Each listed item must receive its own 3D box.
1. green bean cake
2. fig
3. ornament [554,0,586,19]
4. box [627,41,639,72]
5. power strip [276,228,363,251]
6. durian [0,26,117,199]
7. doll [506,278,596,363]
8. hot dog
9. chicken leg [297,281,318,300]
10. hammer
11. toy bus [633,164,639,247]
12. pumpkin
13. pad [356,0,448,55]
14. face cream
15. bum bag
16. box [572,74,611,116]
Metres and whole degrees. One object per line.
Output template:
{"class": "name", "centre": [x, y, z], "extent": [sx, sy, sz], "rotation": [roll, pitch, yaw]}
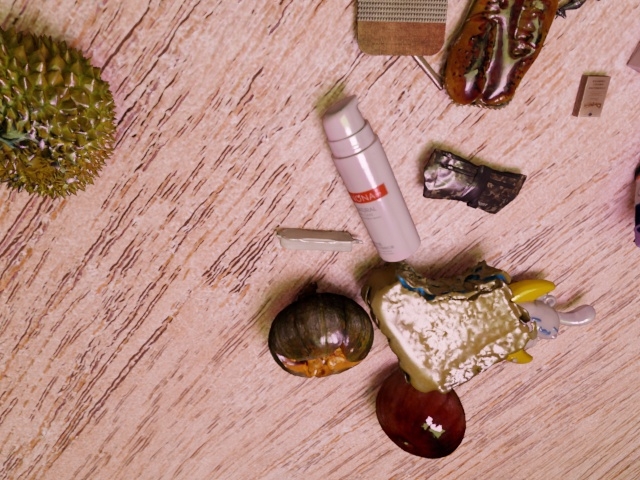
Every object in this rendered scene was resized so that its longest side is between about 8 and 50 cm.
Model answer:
{"class": "green bean cake", "centre": [0.271, 0.142, 1.086], "extent": [0.310, 0.202, 0.284], "rotation": [-26, 99, 2]}
{"class": "fig", "centre": [0.256, 0.428, 1.218], "extent": [0.215, 0.235, 0.234], "rotation": [-23, 126, -41]}
{"class": "ornament", "centre": [0.468, -0.460, 0.909], "extent": [0.125, 0.028, 0.073], "rotation": [-24, 119, 1]}
{"class": "box", "centre": [0.751, -0.315, 0.904], "extent": [0.203, 0.251, 0.106], "rotation": [17, 112, -18]}
{"class": "power strip", "centre": [0.000, 0.000, 1.048], "extent": [0.191, 0.047, 0.030], "rotation": [4, 120, -11]}
{"class": "durian", "centre": [-0.455, -0.196, 0.770], "extent": [0.292, 0.224, 0.290], "rotation": [-7, 121, -12]}
{"class": "doll", "centre": [0.509, 0.199, 1.200], "extent": [0.252, 0.111, 0.237], "rotation": [31, 106, -13]}
{"class": "hot dog", "centre": [0.333, -0.367, 0.899], "extent": [0.163, 0.081, 0.270], "rotation": [17, 111, -12]}
{"class": "chicken leg", "centre": [-0.034, 0.127, 1.120], "extent": [0.036, 0.021, 0.083], "rotation": [13, 116, -39]}
{"class": "hammer", "centre": [0.176, -0.350, 0.920], "extent": [0.062, 0.017, 0.182], "rotation": [-43, 116, 13]}
{"class": "toy bus", "centre": [0.895, -0.024, 1.004], "extent": [0.440, 0.209, 0.249], "rotation": [23, 72, -2]}
{"class": "pumpkin", "centre": [0.002, 0.207, 1.079], "extent": [0.238, 0.159, 0.238], "rotation": [-7, 151, -4]}
{"class": "pad", "centre": [0.075, -0.442, 0.817], "extent": [0.324, 0.055, 0.249], "rotation": [-10, 112, -26]}
{"class": "face cream", "centre": [0.101, -0.115, 0.977], "extent": [0.102, 0.102, 0.345], "rotation": [-27, 118, 4]}
{"class": "bum bag", "centre": [0.320, -0.118, 1.032], "extent": [0.248, 0.069, 0.102], "rotation": [12, 98, -17]}
{"class": "box", "centre": [0.559, -0.298, 1.008], "extent": [0.053, 0.024, 0.083], "rotation": [-1, 118, -9]}
